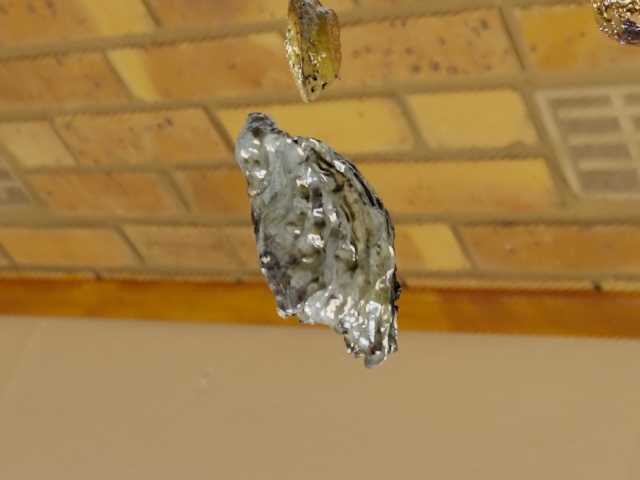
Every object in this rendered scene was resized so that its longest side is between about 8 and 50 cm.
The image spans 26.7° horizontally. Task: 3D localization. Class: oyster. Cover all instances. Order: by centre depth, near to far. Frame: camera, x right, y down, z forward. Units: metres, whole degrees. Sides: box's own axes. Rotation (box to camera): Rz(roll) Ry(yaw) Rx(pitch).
[{"bbox_3d":[0.000,0.000,0.818,0.064,0.125,0.177,-5,-151,-29],"label":"oyster"}]

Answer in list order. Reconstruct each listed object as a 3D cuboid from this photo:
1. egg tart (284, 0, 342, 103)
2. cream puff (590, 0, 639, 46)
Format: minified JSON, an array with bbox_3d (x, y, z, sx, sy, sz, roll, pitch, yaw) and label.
[{"bbox_3d":[-0.006,-0.211,1.457,0.052,0.130,0.130,-4,-138,8],"label":"egg tart"},{"bbox_3d":[0.352,-0.268,1.485,0.119,0.133,0.104,14,-103,56],"label":"cream puff"}]
